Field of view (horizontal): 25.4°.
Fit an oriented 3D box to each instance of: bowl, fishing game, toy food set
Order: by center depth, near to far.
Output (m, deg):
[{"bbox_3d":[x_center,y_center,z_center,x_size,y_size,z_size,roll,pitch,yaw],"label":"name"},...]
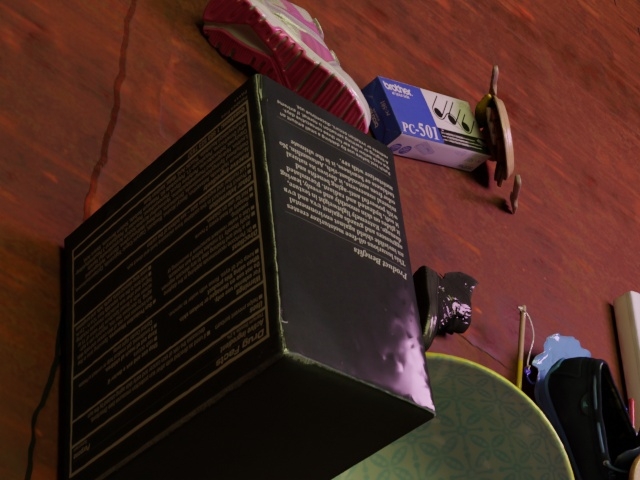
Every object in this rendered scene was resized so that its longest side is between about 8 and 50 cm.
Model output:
[{"bbox_3d":[0.092,0.259,1.381,0.289,0.289,0.156,55,-9,4],"label":"bowl"},{"bbox_3d":[0.328,0.214,1.852,0.264,0.041,0.189,36,44,-32],"label":"fishing game"},{"bbox_3d":[0.248,-0.144,2.039,0.132,0.038,0.192,79,2,-70],"label":"toy food set"}]

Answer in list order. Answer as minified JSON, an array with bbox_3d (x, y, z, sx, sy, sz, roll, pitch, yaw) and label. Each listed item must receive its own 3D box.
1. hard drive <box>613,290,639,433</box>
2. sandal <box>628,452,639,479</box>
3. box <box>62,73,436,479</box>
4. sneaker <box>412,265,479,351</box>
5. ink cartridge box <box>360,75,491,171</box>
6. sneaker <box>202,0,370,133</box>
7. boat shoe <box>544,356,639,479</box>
[{"bbox_3d":[0.527,0.262,2.040,0.233,0.047,0.353,34,37,-27],"label":"hard drive"},{"bbox_3d":[0.475,0.321,1.755,0.240,0.079,0.088,37,66,-40],"label":"sandal"},{"bbox_3d":[-0.076,0.073,1.255,0.182,0.296,0.294,27,42,-35],"label":"box"},{"bbox_3d":[0.151,0.089,1.739,0.089,0.051,0.170,33,34,-19],"label":"sneaker"},{"bbox_3d":[0.146,-0.159,1.971,0.207,0.046,0.097,9,52,-47],"label":"ink cartridge box"},{"bbox_3d":[-0.026,-0.229,1.776,0.252,0.103,0.111,47,35,-9],"label":"sneaker"},{"bbox_3d":[0.363,0.263,1.761,0.258,0.089,0.109,58,42,-17],"label":"boat shoe"}]
